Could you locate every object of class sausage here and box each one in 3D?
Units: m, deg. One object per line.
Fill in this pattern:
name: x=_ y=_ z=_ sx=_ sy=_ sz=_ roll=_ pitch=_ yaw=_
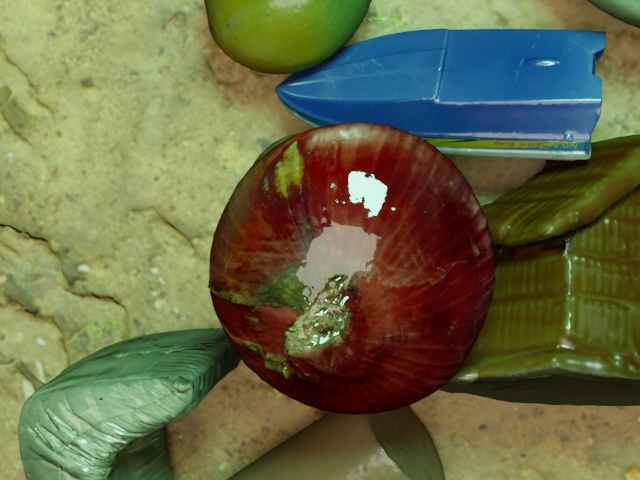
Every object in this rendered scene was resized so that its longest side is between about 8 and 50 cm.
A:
sausage: x=-0.014 y=0.254 z=1.124 sx=0.253 sy=0.123 sz=0.123 roll=-35 pitch=92 yaw=17

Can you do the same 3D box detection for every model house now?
model house: x=0.221 y=0.027 z=1.020 sx=0.219 sy=0.199 sz=0.229 roll=14 pitch=76 yaw=-30

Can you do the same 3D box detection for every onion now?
onion: x=0.027 y=0.031 z=0.923 sx=0.248 sy=0.161 sz=0.248 roll=-6 pitch=115 yaw=-13

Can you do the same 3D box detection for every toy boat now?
toy boat: x=0.102 y=-0.131 z=1.034 sx=0.295 sy=0.129 sz=0.088 roll=2 pitch=142 yaw=14

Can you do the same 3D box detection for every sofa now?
sofa: x=-0.161 y=0.214 z=1.105 sx=0.176 sy=0.210 sz=0.226 roll=-7 pitch=96 yaw=12

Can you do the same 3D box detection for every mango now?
mango: x=-0.016 y=-0.270 z=1.026 sx=0.156 sy=0.114 sz=0.251 roll=28 pitch=105 yaw=29

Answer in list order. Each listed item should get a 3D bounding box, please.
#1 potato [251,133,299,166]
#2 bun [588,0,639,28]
potato: x=-0.003 y=0.001 z=1.064 sx=0.154 sy=0.137 sz=0.200 roll=2 pitch=102 yaw=12
bun: x=0.315 y=-0.306 z=0.928 sx=0.283 sy=0.179 sz=0.283 roll=14 pitch=119 yaw=28
